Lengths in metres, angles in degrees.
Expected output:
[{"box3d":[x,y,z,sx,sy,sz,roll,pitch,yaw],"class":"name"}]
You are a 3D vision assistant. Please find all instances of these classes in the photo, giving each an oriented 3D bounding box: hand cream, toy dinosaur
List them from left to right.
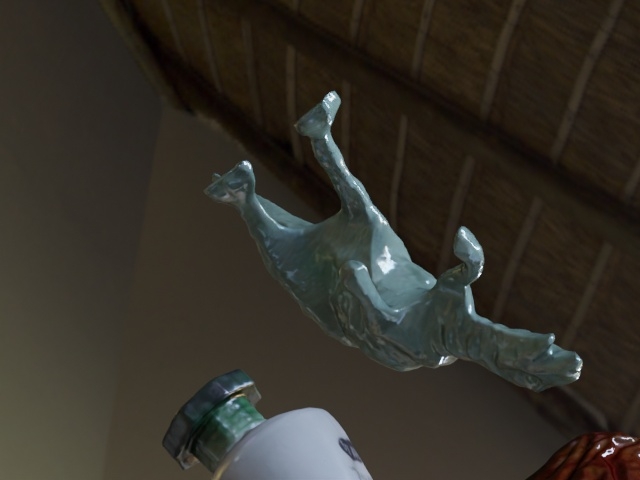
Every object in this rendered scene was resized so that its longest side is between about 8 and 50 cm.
[{"box3d":[0.000,0.000,0.777,0.092,0.393,0.205,-48,-61,-21],"class":"toy dinosaur"},{"box3d":[0.066,0.177,0.446,0.076,0.336,0.121,-48,-23,-5],"class":"hand cream"}]

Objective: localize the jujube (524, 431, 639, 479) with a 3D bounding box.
[{"box3d":[0.170,0.238,0.757,0.168,0.236,0.168,18,-41,16],"class":"jujube"}]
